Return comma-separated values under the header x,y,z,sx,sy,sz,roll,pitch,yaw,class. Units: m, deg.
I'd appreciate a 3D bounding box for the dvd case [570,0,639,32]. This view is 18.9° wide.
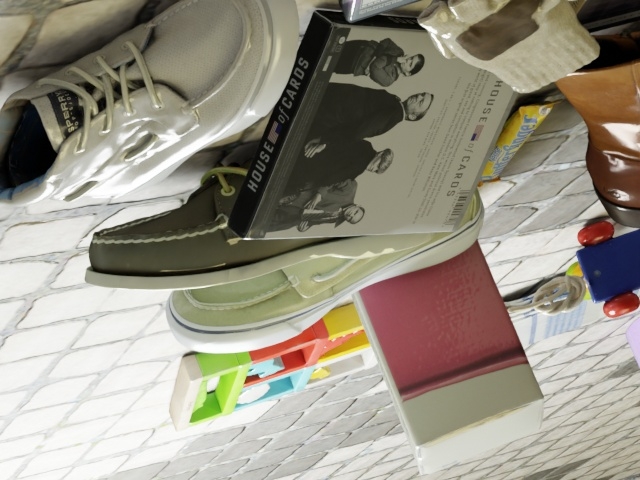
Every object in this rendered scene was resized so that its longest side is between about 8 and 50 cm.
x,y,z,sx,sy,sz,roll,pitch,yaw,class
0.283,-0.226,1.448,0.164,0.018,0.221,-16,162,-18,dvd case

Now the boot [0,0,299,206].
x,y,z,sx,sy,sz,roll,pitch,yaw,class
-0.124,-0.088,1.239,0.123,0.095,0.258,-16,164,-40,boot

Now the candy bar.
x,y,z,sx,sy,sz,roll,pitch,yaw,class
0.170,-0.089,1.726,0.040,0.018,0.161,-14,160,-23,candy bar

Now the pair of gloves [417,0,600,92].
x,y,z,sx,sy,sz,roll,pitch,yaw,class
0.188,-0.190,1.328,0.240,0.042,0.204,-32,157,23,pair of gloves

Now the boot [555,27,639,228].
x,y,z,sx,sy,sz,roll,pitch,yaw,class
0.333,-0.110,1.571,0.264,0.096,0.280,2,154,19,boot

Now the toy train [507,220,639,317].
x,y,z,sx,sy,sz,roll,pitch,yaw,class
0.305,0.040,2.157,0.248,0.105,0.143,-19,176,-10,toy train

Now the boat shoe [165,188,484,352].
x,y,z,sx,sy,sz,roll,pitch,yaw,class
0.000,0.000,1.687,0.302,0.109,0.094,-24,142,-10,boat shoe

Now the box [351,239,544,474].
x,y,z,sx,sy,sz,roll,pitch,yaw,class
0.108,0.082,1.796,0.127,0.232,0.148,-21,163,-2,box

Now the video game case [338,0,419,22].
x,y,z,sx,sy,sz,roll,pitch,yaw,class
0.115,-0.235,1.214,0.196,0.026,0.274,-19,163,-11,video game case

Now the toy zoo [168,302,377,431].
x,y,z,sx,sy,sz,roll,pitch,yaw,class
-0.020,0.128,2.123,0.293,0.030,0.192,-17,162,-15,toy zoo

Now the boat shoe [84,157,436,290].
x,y,z,sx,sy,sz,roll,pitch,yaw,class
-0.048,-0.024,1.537,0.305,0.091,0.109,-11,-163,-25,boat shoe

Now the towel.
x,y,z,sx,sy,sz,roll,pitch,yaw,class
0.262,0.094,2.356,0.285,0.034,0.209,-20,165,1,towel

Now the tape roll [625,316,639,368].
x,y,z,sx,sy,sz,roll,pitch,yaw,class
0.574,0.119,2.707,0.275,0.090,0.275,-20,163,-6,tape roll

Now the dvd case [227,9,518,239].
x,y,z,sx,sy,sz,roll,pitch,yaw,class
0.052,-0.083,1.443,0.239,0.029,0.179,-3,124,-47,dvd case
